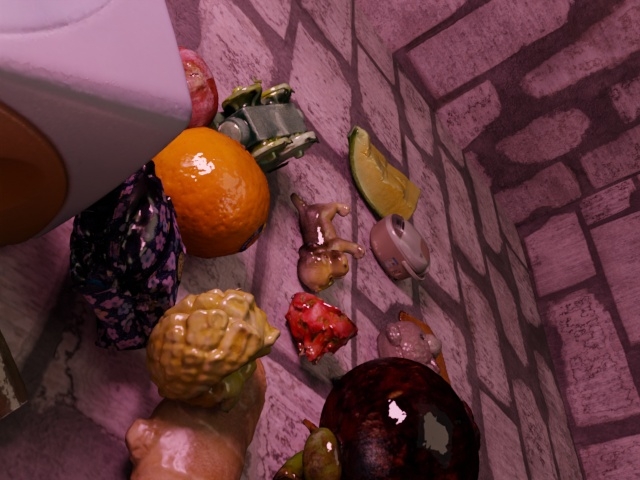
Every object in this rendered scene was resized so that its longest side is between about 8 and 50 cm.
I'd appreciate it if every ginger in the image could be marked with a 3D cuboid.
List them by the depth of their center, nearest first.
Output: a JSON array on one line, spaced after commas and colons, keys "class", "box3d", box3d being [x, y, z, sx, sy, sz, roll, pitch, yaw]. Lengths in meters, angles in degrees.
[{"class": "ginger", "box3d": [-0.158, 0.266, 0.849, 0.190, 0.126, 0.354, 46, 27, -11]}]

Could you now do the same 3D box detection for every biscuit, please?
[{"class": "biscuit", "box3d": [0.294, 0.323, 1.729, 0.236, 0.013, 0.232, 31, 41, -49]}]

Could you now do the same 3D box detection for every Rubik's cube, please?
[{"class": "Rubik's cube", "box3d": [-0.379, -0.205, 0.612, 0.352, 0.347, 0.352, 6, 61, -59]}]

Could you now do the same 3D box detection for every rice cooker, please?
[{"class": "rice cooker", "box3d": [0.221, 0.024, 1.745, 0.206, 0.127, 0.145, 54, 28, -25]}]

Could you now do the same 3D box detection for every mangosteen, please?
[{"class": "mangosteen", "box3d": [0.096, 0.363, 1.085, 0.306, 0.359, 0.306, 168, -90, -88]}]

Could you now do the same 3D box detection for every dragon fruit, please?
[{"class": "dragon fruit", "box3d": [-0.019, 0.179, 1.210, 0.153, 0.153, 0.111, 48, 64, -29]}]

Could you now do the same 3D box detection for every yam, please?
[{"class": "yam", "box3d": [-0.362, 0.128, 0.675, 0.133, 0.054, 0.054, 65, 26, 1]}]

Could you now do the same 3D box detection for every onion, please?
[{"class": "onion", "box3d": [-0.274, -0.244, 1.087, 0.195, 0.159, 0.160, -37, 101, -30]}]

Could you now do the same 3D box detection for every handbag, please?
[{"class": "handbag", "box3d": [-0.250, 0.011, 0.832, 0.208, 0.126, 0.229, 95, -2, -48]}]

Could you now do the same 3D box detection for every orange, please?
[{"class": "orange", "box3d": [-0.183, -0.076, 1.014, 0.219, 0.193, 0.219, 33, 7, -4]}]

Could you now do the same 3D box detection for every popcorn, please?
[{"class": "popcorn", "box3d": [-0.135, 0.129, 0.801, 0.173, 0.173, 0.142, 23, 20, -53]}]

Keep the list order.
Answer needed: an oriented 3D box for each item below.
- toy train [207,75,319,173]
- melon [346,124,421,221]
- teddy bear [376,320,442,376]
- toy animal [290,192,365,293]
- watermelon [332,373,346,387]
[{"class": "toy train", "box3d": [-0.132, -0.210, 1.248, 0.159, 0.188, 0.271, 62, 29, -1]}, {"class": "melon", "box3d": [0.164, -0.191, 1.839, 0.323, 0.124, 0.196, 47, 29, -18]}, {"class": "teddy bear", "box3d": [0.226, 0.316, 1.462, 0.236, 0.151, 0.267, 55, 21, -66]}, {"class": "toy animal", "box3d": [0.012, 0.011, 1.395, 0.168, 0.121, 0.233, 19, 46, -40]}, {"class": "watermelon", "box3d": [0.136, 0.313, 1.305, 0.202, 0.207, 0.136, -111, -175, -48]}]
